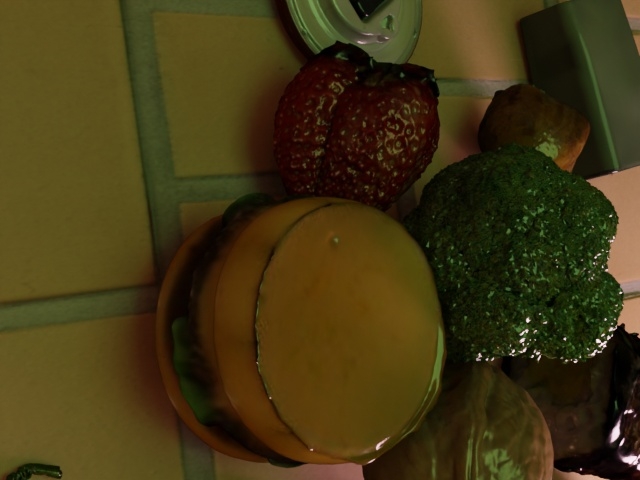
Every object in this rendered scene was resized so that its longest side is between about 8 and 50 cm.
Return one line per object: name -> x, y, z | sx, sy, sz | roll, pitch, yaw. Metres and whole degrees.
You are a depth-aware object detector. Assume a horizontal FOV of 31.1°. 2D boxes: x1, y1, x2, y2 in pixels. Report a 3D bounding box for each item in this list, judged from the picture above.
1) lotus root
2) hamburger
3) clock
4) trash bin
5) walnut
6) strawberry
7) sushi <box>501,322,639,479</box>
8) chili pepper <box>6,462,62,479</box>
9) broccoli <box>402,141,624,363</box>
lotus root -> 0.364, -0.150, 2.052 | 0.188, 0.199, 0.180 | 24, 40, 3
hamburger -> -0.048, 0.123, 1.606 | 0.395, 0.277, 0.396 | 6, 80, -42
clock -> 0.056, -0.417, 1.916 | 0.318, 0.080, 0.318 | 9, 77, -40
trash bin -> 0.539, -0.297, 2.262 | 0.223, 0.158, 0.343 | -15, 92, -41
walnut -> 0.207, 0.326, 1.731 | 0.277, 0.252, 0.313 | 32, 29, -14
strawberry -> 0.054, -0.147, 1.780 | 0.238, 0.250, 0.288 | 30, 71, -72
sushi -> 0.492, 0.284, 2.045 | 0.294, 0.299, 0.281 | 18, 94, -36
chili pepper -> -0.370, 0.299, 1.471 | 0.083, 0.022, 0.027 | -3, 83, -45
broccoli -> 0.276, 0.025, 1.753 | 0.321, 0.310, 0.413 | -3, 45, -43
